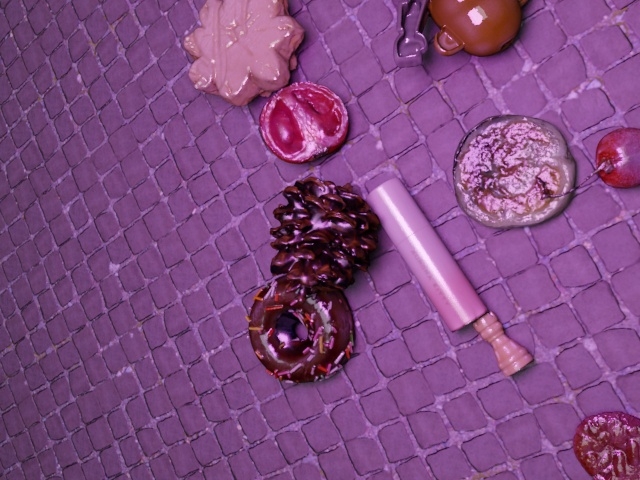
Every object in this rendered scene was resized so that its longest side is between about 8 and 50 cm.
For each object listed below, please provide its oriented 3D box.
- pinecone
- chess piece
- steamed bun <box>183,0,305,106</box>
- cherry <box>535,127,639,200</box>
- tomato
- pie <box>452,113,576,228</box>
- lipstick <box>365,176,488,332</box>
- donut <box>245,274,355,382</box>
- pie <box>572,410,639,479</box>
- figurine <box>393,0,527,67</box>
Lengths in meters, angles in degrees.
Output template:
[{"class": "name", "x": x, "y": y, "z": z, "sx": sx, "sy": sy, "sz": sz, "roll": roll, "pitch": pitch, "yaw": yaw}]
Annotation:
[{"class": "pinecone", "x": 0.010, "y": -0.004, "z": 1.160, "sx": 0.243, "sy": 0.243, "sz": 0.257, "roll": -13, "pitch": 62, "yaw": 25}, {"class": "chess piece", "x": 0.356, "y": 0.201, "z": 1.111, "sx": 0.066, "sy": 0.066, "sz": 0.122, "roll": -40, "pitch": 70, "yaw": 21}, {"class": "steamed bun", "x": -0.156, "y": -0.439, "z": 1.293, "sx": 0.292, "sy": 0.137, "sz": 0.295, "roll": 39, "pitch": 99, "yaw": 23}, {"class": "cherry", "x": 0.496, "y": -0.138, "z": 0.997, "sx": 0.225, "sy": 0.090, "sz": 0.107, "roll": -11, "pitch": 104, "yaw": 8}, {"class": "tomato", "x": -0.036, "y": -0.255, "z": 1.259, "sx": 0.189, "sy": 0.099, "sz": 0.173, "roll": -25, "pitch": 84, "yaw": -1}, {"class": "pie", "x": 0.368, "y": -0.131, "z": 1.097, "sx": 0.240, "sy": 0.054, "sz": 0.241, "roll": 0, "pitch": 89, "yaw": 26}, {"class": "lipstick", "x": 0.214, "y": 0.026, "z": 1.155, "sx": 0.087, "sy": 0.087, "sz": 0.327, "roll": -37, "pitch": 77, "yaw": 22}, {"class": "donut", "x": -0.051, "y": 0.200, "z": 1.280, "sx": 0.269, "sy": 0.103, "sz": 0.270, "roll": 1, "pitch": 92, "yaw": 23}, {"class": "pie", "x": 0.547, "y": 0.389, "z": 1.038, "sx": 0.154, "sy": 0.036, "sz": 0.155, "roll": 1, "pitch": 92, "yaw": 26}, {"class": "figurine", "x": 0.261, "y": -0.472, "z": 1.073, "sx": 0.342, "sy": 0.167, "sz": 0.285, "roll": -46, "pitch": 73, "yaw": 19}]
